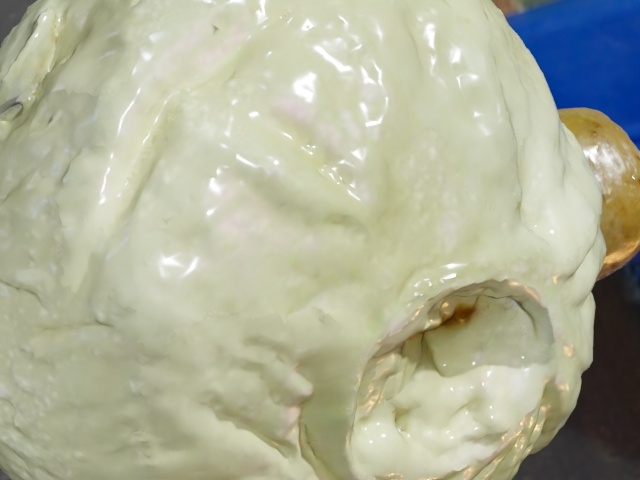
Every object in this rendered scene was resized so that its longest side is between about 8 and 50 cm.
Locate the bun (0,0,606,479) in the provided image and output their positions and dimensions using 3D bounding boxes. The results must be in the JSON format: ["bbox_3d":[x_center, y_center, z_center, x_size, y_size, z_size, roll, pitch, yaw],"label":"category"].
[{"bbox_3d":[0.000,0.000,0.533,0.243,0.153,0.244,-14,112,-38],"label":"bun"}]

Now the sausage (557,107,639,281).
[{"bbox_3d":[0.006,0.022,1.026,0.500,0.136,0.123,-14,59,-27],"label":"sausage"}]
